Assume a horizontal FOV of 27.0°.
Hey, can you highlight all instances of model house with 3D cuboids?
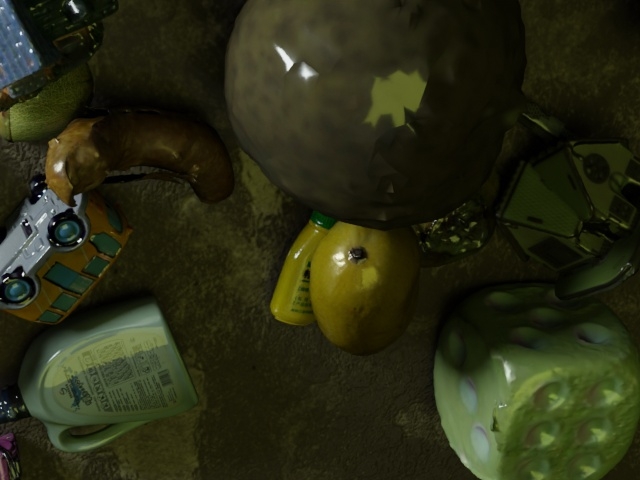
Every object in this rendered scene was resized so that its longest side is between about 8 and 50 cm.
[{"bbox_3d":[0.332,-0.075,1.953,0.279,0.205,0.218,32,66,-13],"label":"model house"},{"bbox_3d":[-0.337,-0.266,1.569,0.183,0.172,0.166,-32,100,-23],"label":"model house"}]

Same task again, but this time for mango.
[{"bbox_3d":[0.068,0.070,1.886,0.195,0.142,0.331,-61,160,-20],"label":"mango"}]

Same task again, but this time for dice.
[{"bbox_3d":[0.331,0.226,2.074,0.255,0.249,0.252,-3,119,-17],"label":"dice"}]

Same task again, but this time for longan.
[{"bbox_3d":[0.074,-0.198,1.667,0.391,0.391,0.391,-9,120,-15],"label":"longan"}]

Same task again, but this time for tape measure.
[{"bbox_3d":[-0.489,0.325,1.916,0.118,0.125,0.074,-12,100,-17],"label":"tape measure"}]

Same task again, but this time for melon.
[{"bbox_3d":[-0.349,-0.190,1.699,0.128,0.079,0.160,-4,119,-16],"label":"melon"}]

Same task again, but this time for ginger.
[{"bbox_3d":[-0.230,-0.114,1.741,0.309,0.107,0.133,-5,79,-43],"label":"ginger"}]

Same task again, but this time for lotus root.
[{"bbox_3d":[0.189,-0.032,1.984,0.204,0.078,0.183,-19,122,-7],"label":"lotus root"}]

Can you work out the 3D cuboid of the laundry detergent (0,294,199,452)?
[{"bbox_3d":[-0.333,0.210,1.913,0.281,0.105,0.214,-24,125,-8],"label":"laundry detergent"}]

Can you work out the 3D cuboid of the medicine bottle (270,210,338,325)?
[{"bbox_3d":[0.000,0.000,1.940,0.095,0.064,0.260,3,114,-40],"label":"medicine bottle"}]

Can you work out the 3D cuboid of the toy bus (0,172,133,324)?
[{"bbox_3d":[-0.353,0.013,1.788,0.209,0.126,0.136,-48,131,10],"label":"toy bus"}]

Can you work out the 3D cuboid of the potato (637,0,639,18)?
[{"bbox_3d":[0.552,-0.362,1.830,0.196,0.246,0.299,6,110,-27],"label":"potato"}]
